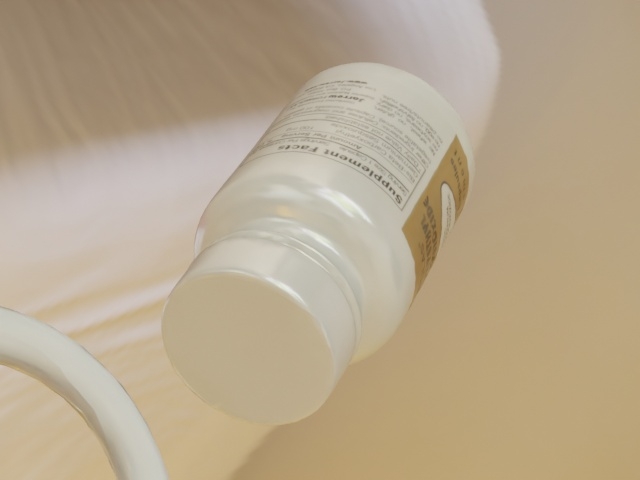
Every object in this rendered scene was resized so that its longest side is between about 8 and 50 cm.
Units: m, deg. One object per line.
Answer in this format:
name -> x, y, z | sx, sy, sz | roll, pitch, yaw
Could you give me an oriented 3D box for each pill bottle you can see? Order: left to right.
pill bottle -> 0.000, 0.000, 0.958 | 0.131, 0.131, 0.229 | -55, -179, 38

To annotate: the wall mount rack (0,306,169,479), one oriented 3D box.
wall mount rack -> -0.066, 0.175, 0.294 | 0.304, 0.350, 0.130 | -5, 169, -39
